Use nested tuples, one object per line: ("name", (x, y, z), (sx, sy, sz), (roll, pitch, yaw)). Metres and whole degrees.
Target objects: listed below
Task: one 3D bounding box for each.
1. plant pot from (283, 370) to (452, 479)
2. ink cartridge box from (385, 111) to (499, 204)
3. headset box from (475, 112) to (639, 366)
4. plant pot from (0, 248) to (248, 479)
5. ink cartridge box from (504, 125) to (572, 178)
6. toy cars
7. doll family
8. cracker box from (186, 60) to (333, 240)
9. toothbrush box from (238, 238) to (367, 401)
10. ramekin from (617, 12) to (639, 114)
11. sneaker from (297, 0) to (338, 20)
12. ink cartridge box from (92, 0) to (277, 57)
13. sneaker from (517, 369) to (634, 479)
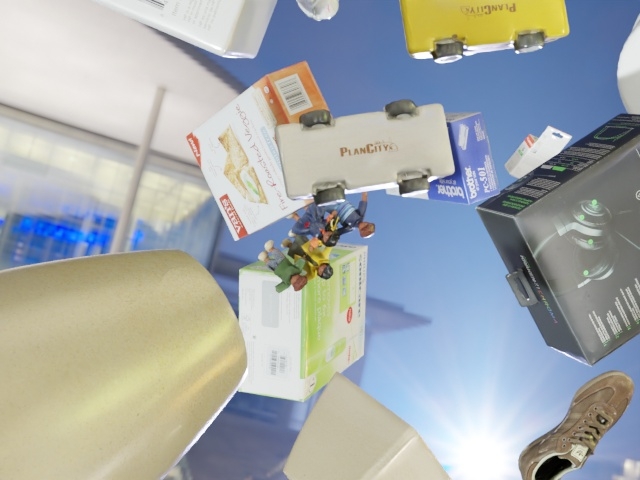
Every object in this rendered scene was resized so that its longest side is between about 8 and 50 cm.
("plant pot", (0.035, 0.198, 0.937), (0.109, 0.096, 0.109), (31, -18, 46))
("ink cartridge box", (0.131, -0.101, 1.298), (0.046, 0.097, 0.207), (-19, 12, -20))
("headset box", (0.389, 0.000, 1.511), (0.246, 0.283, 0.131), (59, -9, -15))
("plant pot", (-0.201, 0.120, 0.832), (0.274, 0.257, 0.256), (-27, 10, -31))
("ink cartridge box", (0.390, -0.159, 1.954), (0.062, 0.029, 0.115), (18, -58, -30))
("toy cars", (0.109, -0.171, 1.208), (0.176, 0.394, 0.087), (41, -10, -2))
("doll family", (0.000, 0.000, 1.626), (0.111, 0.193, 0.076), (41, 15, 34))
("cracker box", (-0.065, -0.104, 1.355), (0.067, 0.156, 0.232), (-26, 0, -33))
("toothbrush box", (-0.025, 0.125, 1.828), (0.122, 0.206, 0.283), (6, 11, 20))
("ramekin", (0.613, -0.275, 1.745), (0.277, 0.135, 0.277), (18, -53, 26))
("sneaker", (-0.009, -0.404, 1.692), (0.090, 0.115, 0.232), (-32, -4, 5))
("ink cartridge box", (-0.236, -0.459, 1.518), (0.394, 0.286, 0.166), (24, 12, 9))
("sneaker", (0.323, 0.245, 1.347), (0.066, 0.188, 0.071), (34, 19, -16))
